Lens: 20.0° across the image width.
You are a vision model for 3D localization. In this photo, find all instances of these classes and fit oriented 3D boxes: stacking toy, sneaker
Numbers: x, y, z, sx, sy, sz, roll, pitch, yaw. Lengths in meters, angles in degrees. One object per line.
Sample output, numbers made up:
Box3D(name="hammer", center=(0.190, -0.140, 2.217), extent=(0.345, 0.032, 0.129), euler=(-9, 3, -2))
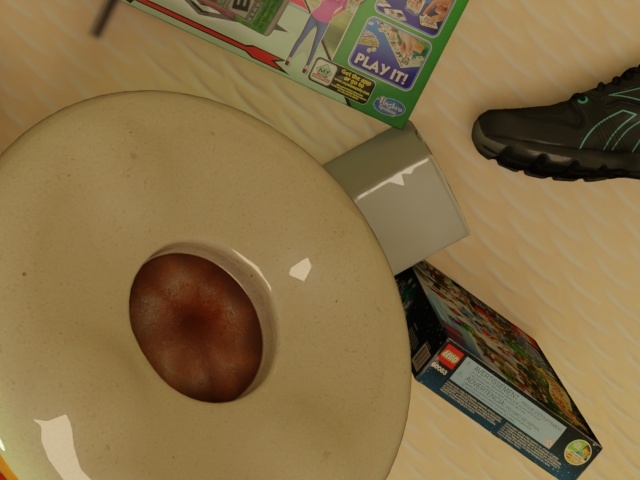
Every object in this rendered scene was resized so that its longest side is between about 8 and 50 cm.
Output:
Box3D(name="stacking toy", center=(-0.191, 0.129, 1.382), extent=(0.350, 0.350, 0.480), euler=(36, 142, -16))
Box3D(name="sneaker", center=(0.259, -0.100, 1.526), extent=(0.267, 0.101, 0.106), euler=(3, 86, -7))

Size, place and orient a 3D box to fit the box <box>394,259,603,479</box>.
Box3D(name="box", center=(0.131, 0.097, 1.487), extent=(0.159, 0.233, 0.044), euler=(35, 101, -16))

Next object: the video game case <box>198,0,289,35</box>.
Box3D(name="video game case", center=(-0.073, -0.289, 1.381), extent=(0.193, 0.023, 0.212), euler=(27, 111, -13))

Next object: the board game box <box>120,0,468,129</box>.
Box3D(name="board game box", center=(-0.028, -0.249, 1.453), extent=(0.317, 0.046, 0.213), euler=(23, 105, -14))

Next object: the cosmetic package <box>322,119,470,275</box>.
Box3D(name="cosmetic package", center=(0.000, 0.000, 1.502), extent=(0.231, 0.117, 0.085), euler=(-27, 110, 4))
